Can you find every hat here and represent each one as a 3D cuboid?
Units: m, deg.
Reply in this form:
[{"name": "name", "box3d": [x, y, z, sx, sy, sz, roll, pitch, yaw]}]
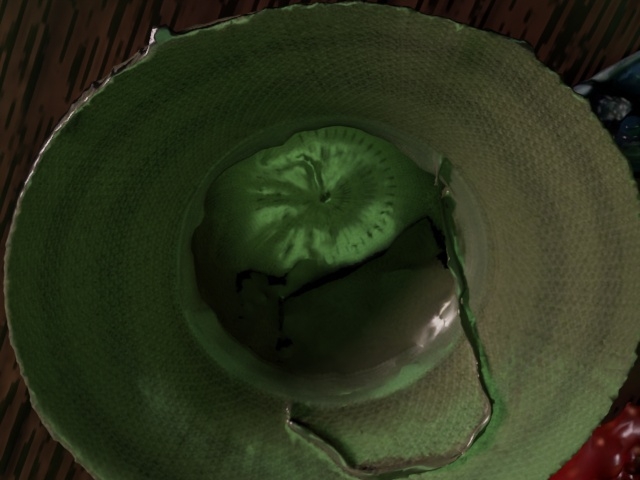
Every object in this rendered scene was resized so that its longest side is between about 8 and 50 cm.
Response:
[{"name": "hat", "box3d": [0.000, 0.000, 0.625, 0.252, 0.110, 0.252, -1, 116, -3]}]

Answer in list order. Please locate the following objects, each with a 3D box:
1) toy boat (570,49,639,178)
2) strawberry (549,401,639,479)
[{"name": "toy boat", "box3d": [0.153, -0.067, 0.600, 0.137, 0.060, 0.061, -24, 136, 24]}, {"name": "strawberry", "box3d": [0.180, 0.164, 0.716, 0.188, 0.106, 0.286, 29, 119, -15]}]
